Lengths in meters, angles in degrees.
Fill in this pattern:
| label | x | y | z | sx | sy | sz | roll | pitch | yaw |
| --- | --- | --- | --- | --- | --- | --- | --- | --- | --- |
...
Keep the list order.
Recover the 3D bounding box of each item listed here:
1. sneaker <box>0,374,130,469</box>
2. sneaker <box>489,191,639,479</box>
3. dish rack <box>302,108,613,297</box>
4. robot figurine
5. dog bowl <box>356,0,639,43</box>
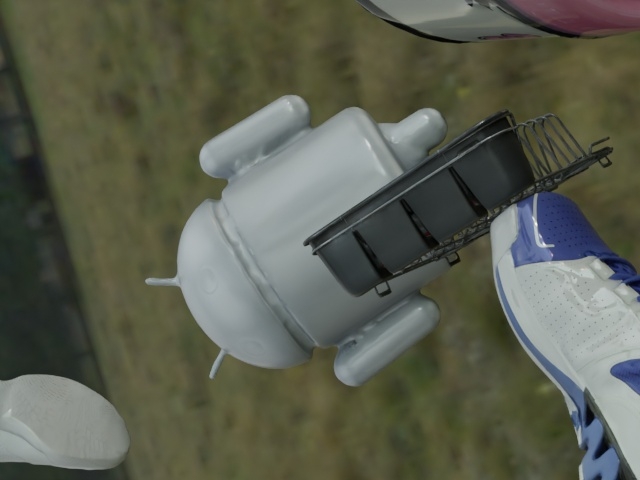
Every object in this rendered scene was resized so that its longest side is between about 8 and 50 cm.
| label | x | y | z | sx | sy | sz | roll | pitch | yaw |
| --- | --- | --- | --- | --- | --- | --- | --- | --- | --- |
| sneaker | -0.276 | 0.167 | 1.705 | 0.094 | 0.212 | 0.080 | 121 | 158 | -47 |
| sneaker | 0.265 | 0.085 | 1.446 | 0.127 | 0.182 | 0.316 | 15 | -134 | -47 |
| dish rack | 0.130 | -0.037 | 1.640 | 0.074 | 0.208 | 0.271 | 60 | -152 | 6 |
| robot figurine | 0.000 | 0.000 | 2.005 | 0.300 | 0.353 | 0.200 | 58 | -176 | 4 |
| dog bowl | 0.164 | -0.303 | 1.133 | 0.150 | 0.408 | 0.408 | 24 | 136 | 46 |
